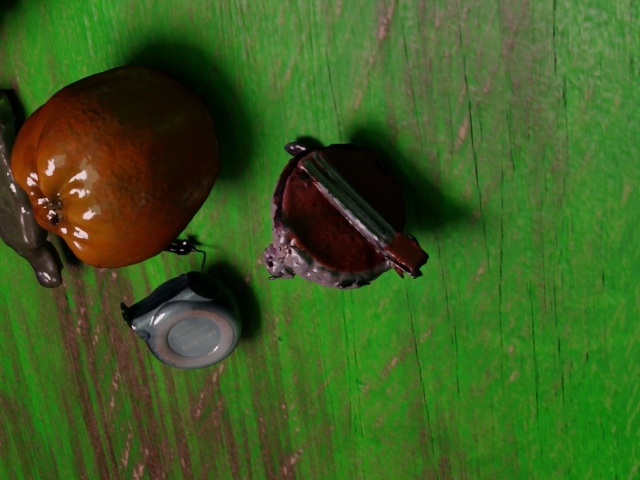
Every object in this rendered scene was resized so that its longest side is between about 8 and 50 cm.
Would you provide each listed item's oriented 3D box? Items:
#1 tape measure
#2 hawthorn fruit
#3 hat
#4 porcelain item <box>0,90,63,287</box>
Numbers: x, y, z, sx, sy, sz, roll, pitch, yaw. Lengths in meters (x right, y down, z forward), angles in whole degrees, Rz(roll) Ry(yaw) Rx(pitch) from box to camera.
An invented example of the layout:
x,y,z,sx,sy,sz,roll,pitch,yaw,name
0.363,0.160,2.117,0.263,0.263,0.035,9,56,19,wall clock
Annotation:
x,y,z,sx,sy,sz,roll,pitch,yaw,name
-0.147,0.047,1.924,0.107,0.104,0.180,49,-178,-39,tape measure
-0.182,-0.072,1.744,0.189,0.189,0.189,24,136,26,hawthorn fruit
0.004,-0.001,1.712,0.140,0.129,0.227,26,160,-9,hat
-0.311,-0.045,1.964,0.081,0.069,0.216,-5,118,40,porcelain item
